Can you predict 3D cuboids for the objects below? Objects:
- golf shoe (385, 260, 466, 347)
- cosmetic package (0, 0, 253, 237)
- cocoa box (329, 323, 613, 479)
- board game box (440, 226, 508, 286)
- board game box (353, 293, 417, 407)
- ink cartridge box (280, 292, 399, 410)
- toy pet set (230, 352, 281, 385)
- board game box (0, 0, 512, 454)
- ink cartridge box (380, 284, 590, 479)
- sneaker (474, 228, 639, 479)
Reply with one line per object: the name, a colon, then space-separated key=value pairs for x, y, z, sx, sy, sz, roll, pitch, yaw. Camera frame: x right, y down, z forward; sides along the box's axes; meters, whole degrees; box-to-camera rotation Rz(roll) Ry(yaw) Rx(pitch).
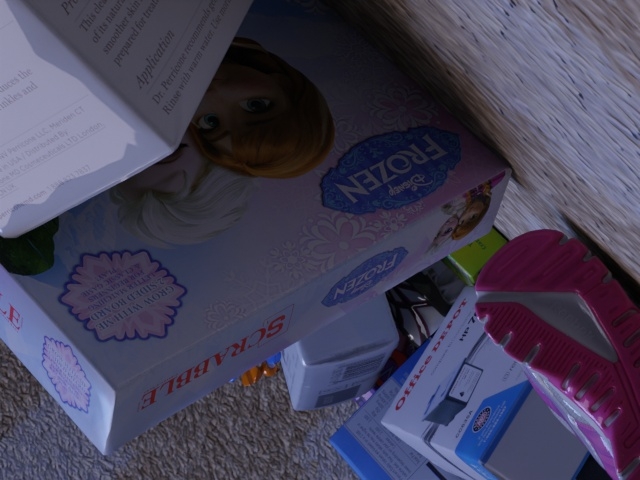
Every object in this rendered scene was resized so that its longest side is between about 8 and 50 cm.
golf shoe: x=0.101 y=0.031 z=1.756 sx=0.273 sy=0.105 sz=0.120 roll=45 pitch=173 yaw=-6
cosmetic package: x=-0.216 y=-0.214 z=0.995 sx=0.385 sy=0.156 sz=0.217 roll=46 pitch=-137 yaw=-21
cocoa box: x=0.221 y=0.239 z=1.668 sx=0.347 sy=0.228 sz=0.231 roll=47 pitch=178 yaw=-39
board game box: x=0.082 y=-0.035 z=1.564 sx=0.181 sy=0.043 sz=0.092 roll=44 pitch=178 yaw=17
board game box: x=0.000 y=0.000 z=1.910 sx=0.347 sy=0.208 sz=0.056 roll=45 pitch=146 yaw=-7
ink cartridge box: x=-0.031 y=-0.054 z=1.689 sx=0.308 sy=0.091 sz=0.385 roll=99 pitch=157 yaw=-78
toy pet set: x=-0.064 y=0.087 z=1.756 sx=0.065 sy=0.114 sz=0.122 roll=3 pitch=-125 yaw=-39
board game box: x=-0.102 y=-0.062 z=1.167 sx=0.318 sy=0.318 sz=0.066 roll=44 pitch=143 yaw=24
ink cartridge box: x=0.144 y=0.118 z=1.444 sx=0.082 sy=0.140 sz=0.190 roll=35 pitch=171 yaw=-20
sneaker: x=0.205 y=0.100 z=1.175 sx=0.252 sy=0.103 sz=0.111 roll=51 pitch=-176 yaw=14
